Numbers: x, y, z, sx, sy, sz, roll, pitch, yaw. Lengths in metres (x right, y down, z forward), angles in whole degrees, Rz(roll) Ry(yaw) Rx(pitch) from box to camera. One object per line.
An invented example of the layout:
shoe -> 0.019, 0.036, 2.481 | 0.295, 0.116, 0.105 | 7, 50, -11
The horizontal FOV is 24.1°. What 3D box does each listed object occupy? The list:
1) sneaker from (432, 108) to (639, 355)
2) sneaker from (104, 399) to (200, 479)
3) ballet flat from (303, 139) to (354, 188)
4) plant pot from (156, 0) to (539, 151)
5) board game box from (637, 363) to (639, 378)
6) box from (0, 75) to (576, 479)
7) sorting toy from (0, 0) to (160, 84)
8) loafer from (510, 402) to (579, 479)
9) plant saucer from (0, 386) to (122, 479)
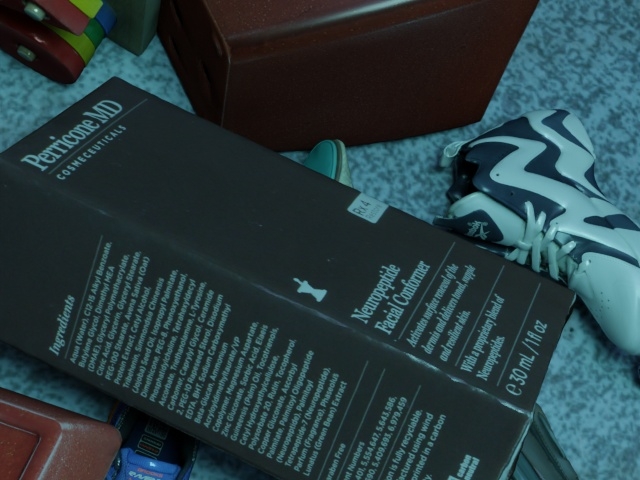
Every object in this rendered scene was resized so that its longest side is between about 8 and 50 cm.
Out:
sneaker -> 0.173, 0.000, 1.222 | 0.153, 0.094, 0.235 | -11, 66, -20
sneaker -> -0.132, 0.180, 1.034 | 0.083, 0.087, 0.221 | 16, 61, -10
ballet flat -> 0.000, 0.000, 1.198 | 0.052, 0.057, 0.168 | 34, 58, -34
plant pot -> -0.009, -0.218, 1.188 | 0.235, 0.267, 0.267 | -22, 73, -15
board game box -> 0.380, 0.095, 1.267 | 0.194, 0.060, 0.194 | 36, 58, 1
box -> -0.032, 0.043, 1.032 | 0.381, 0.143, 0.191 | 24, 28, 7
sorting toy -> -0.248, -0.220, 1.107 | 0.255, 0.257, 0.089 | 31, 77, -2
loafer -> 0.202, 0.234, 1.122 | 0.084, 0.096, 0.267 | -25, 73, -33
plant saucer -> -0.295, 0.180, 0.955 | 0.258, 0.048, 0.259 | 17, 57, 10
